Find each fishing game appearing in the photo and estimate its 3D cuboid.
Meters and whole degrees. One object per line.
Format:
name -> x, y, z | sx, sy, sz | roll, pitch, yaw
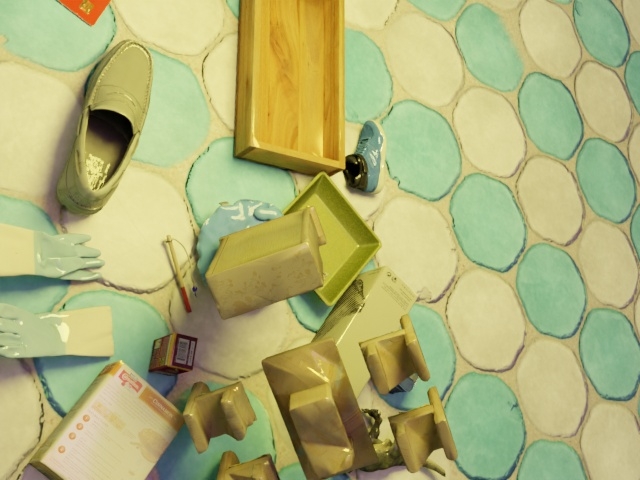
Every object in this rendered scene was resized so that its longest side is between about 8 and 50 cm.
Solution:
fishing game -> -0.128, 0.020, 1.465 | 0.264, 0.041, 0.189 | -17, 91, -18

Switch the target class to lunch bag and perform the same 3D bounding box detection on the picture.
lunch bag -> 0.138, 0.237, 1.591 | 0.098, 0.065, 0.067 | 42, 57, -18

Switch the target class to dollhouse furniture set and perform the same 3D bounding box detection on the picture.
dollhouse furniture set -> -0.027, 0.178, 1.337 | 0.362, 0.256, 0.394 | -19, 103, 5

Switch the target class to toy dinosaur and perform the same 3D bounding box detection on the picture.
toy dinosaur -> 0.126, 0.370, 1.553 | 0.268, 0.064, 0.118 | 11, 77, -34

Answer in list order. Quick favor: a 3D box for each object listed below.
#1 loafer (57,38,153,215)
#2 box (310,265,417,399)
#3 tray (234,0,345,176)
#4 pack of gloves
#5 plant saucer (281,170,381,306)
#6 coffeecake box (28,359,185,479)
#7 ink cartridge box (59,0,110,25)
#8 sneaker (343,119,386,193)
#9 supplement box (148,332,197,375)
loafer -> -0.330, -0.192, 1.365 | 0.112, 0.111, 0.320 | 22, 65, -28
box -> 0.056, 0.179, 1.526 | 0.094, 0.113, 0.275 | 46, 55, -15
tray -> -0.055, -0.338, 1.619 | 0.202, 0.076, 0.411 | 11, 70, -31
pack of gloves -> -0.416, 0.079, 1.261 | 0.232, 0.046, 0.195 | 10, 68, -55
plant saucer -> 0.000, 0.000, 1.577 | 0.188, 0.045, 0.188 | 50, 55, -12
coffeecake box -> -0.313, 0.297, 1.266 | 0.142, 0.068, 0.185 | 45, 57, -15
ink cartridge box -> -0.431, -0.505, 1.423 | 0.232, 0.066, 0.189 | 34, 60, -18
sneaker -> 0.082, -0.171, 1.673 | 0.084, 0.058, 0.152 | 9, 78, -41
supplement box -> -0.233, 0.181, 1.343 | 0.043, 0.083, 0.055 | 18, 67, -30
